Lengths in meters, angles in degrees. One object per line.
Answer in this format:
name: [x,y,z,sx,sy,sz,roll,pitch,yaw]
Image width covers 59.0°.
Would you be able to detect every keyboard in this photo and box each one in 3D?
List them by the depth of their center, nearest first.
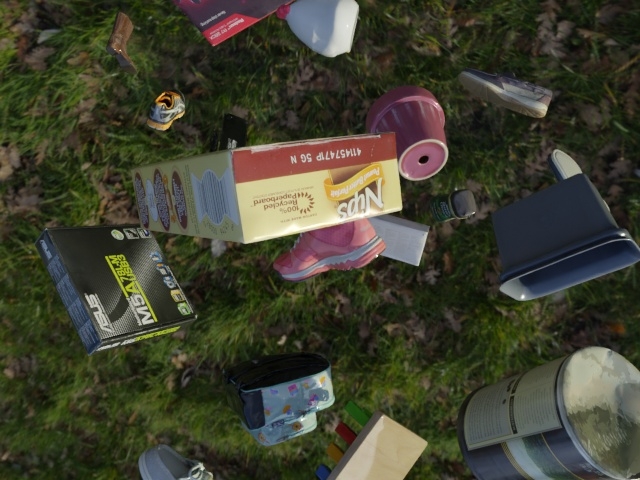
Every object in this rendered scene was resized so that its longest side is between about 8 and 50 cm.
keyboard: [-0.248,-0.246,1.482,0.100,0.192,0.038,20,151,-31]

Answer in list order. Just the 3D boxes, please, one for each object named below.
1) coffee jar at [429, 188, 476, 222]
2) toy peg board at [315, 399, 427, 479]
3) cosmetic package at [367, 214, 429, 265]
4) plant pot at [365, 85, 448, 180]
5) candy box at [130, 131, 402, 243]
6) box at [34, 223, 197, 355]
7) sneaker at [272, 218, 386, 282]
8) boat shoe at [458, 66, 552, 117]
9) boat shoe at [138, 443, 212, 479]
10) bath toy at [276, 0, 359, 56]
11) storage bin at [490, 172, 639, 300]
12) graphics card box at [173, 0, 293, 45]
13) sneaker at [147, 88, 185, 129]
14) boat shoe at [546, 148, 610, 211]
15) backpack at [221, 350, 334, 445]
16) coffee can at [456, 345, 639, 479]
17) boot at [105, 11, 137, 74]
coffee jar: [0.439,-0.115,1.880,0.079,0.184,0.096,-17,91,-17]
toy peg board: [0.068,0.351,0.921,0.161,0.079,0.161,-53,131,-5]
cosmetic package: [0.157,-0.020,1.485,0.239,0.060,0.099,17,116,12]
plant pot: [0.231,-0.258,1.428,0.201,0.180,0.201,-8,138,-7]
candy box: [-0.080,-0.061,0.647,0.182,0.316,0.088,-12,100,-32]
box: [-0.300,0.063,0.848,0.045,0.184,0.191,-40,73,25]
sneaker: [0.001,0.000,1.257,0.313,0.116,0.136,-16,104,42]
boat shoe: [0.564,-0.468,1.727,0.285,0.103,0.092,27,87,14]
boat shoe: [-0.189,0.475,1.016,0.320,0.118,0.103,40,90,12]
bath toy: [0.021,-0.466,0.899,0.129,0.151,0.348,13,87,1]
storage bin: [0.255,-0.004,0.606,0.135,0.091,0.098,-26,147,31]
graphics card box: [-0.214,-0.538,0.971,0.232,0.094,0.371,-14,137,32]
sneaker: [-0.463,-0.418,1.729,0.084,0.215,0.083,15,127,-7]
boat shoe: [0.689,-0.137,1.546,0.254,0.095,0.079,44,148,-13]
backpack: [-0.068,0.282,1.049,0.188,0.166,0.144,-18,98,-25]
coffee can: [0.394,0.316,0.965,0.201,0.202,0.275,22,146,-12]
boot: [-0.461,-0.471,1.350,0.037,0.114,0.106,-3,154,16]
